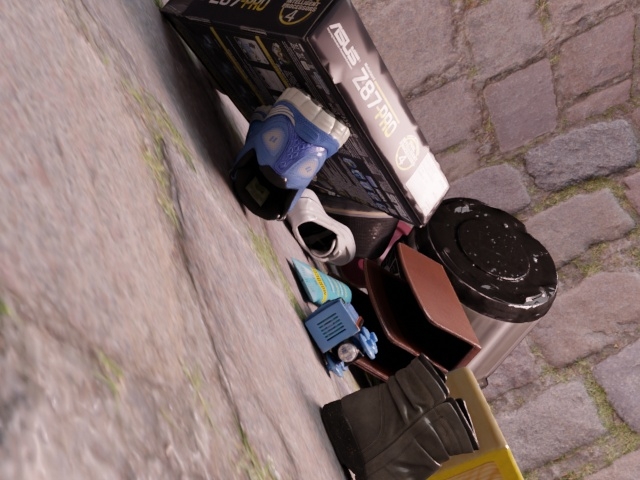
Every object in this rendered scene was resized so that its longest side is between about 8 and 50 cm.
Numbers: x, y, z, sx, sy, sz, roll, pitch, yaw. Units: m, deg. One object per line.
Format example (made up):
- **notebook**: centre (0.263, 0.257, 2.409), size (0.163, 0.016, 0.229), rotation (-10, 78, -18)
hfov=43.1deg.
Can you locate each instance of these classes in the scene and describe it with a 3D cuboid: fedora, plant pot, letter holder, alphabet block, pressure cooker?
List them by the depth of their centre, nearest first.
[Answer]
- **alphabet block**: centre (0.194, 0.345, 1.233), size (0.192, 0.193, 0.197), rotation (61, 6, -27)
- **letter holder**: centre (0.140, 0.126, 1.532), size (0.214, 0.152, 0.302), rotation (30, 20, -20)
- **fedora**: centre (0.081, -0.039, 1.863), size (0.334, 0.334, 0.152), rotation (-87, -177, -80)
- **pressure cooker**: centre (0.313, 0.158, 1.933), size (0.375, 0.370, 0.420), rotation (45, -46, 18)
- **plant pot**: centre (0.147, 0.048, 2.160), size (0.180, 0.201, 0.201), rotation (-13, 77, -56)

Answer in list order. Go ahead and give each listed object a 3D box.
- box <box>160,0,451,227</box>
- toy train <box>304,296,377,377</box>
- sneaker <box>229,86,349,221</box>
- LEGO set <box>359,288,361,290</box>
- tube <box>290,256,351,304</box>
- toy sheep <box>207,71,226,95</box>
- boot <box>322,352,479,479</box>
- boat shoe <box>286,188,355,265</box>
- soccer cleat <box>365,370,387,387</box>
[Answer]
- **box**: centre (-0.014, -0.202, 1.190), size (0.318, 0.097, 0.395), rotation (22, -21, 43)
- **toy train**: centre (0.033, 0.138, 1.216), size (0.105, 0.080, 0.184), rotation (60, 5, 3)
- **sneaker**: centre (-0.072, -0.107, 1.128), size (0.130, 0.147, 0.330), rotation (39, -10, -6)
- **LEGO set**: centre (0.119, 0.131, 2.306), size (0.182, 0.060, 0.244), rotation (-53, 117, -89)
- **tube**: centre (0.000, 0.080, 1.353), size (0.080, 0.052, 0.207), rotation (57, 8, 19)
- **toy sheep**: centre (-0.145, -0.280, 1.335), size (0.132, 0.091, 0.091), rotation (69, -3, -83)
- **boot**: centre (0.118, 0.270, 0.954), size (0.083, 0.161, 0.246), rotation (27, 38, -81)
- **boat shoe**: centre (0.000, 0.000, 1.545), size (0.258, 0.095, 0.084), rotation (42, 26, -52)
- **soccer cleat**: centre (0.123, 0.273, 1.608), size (0.289, 0.094, 0.121), rotation (-115, -152, -54)
